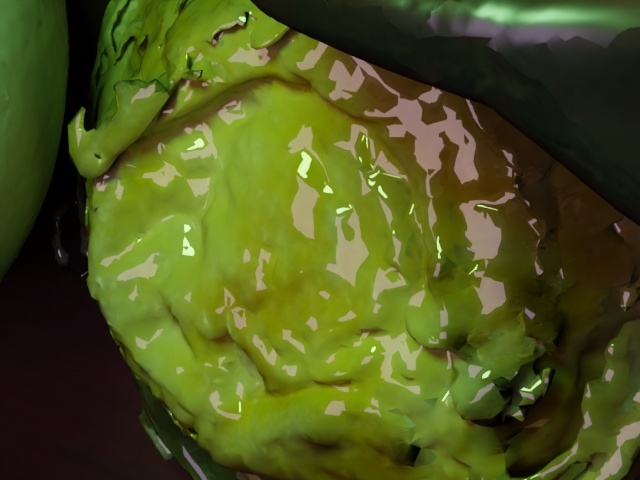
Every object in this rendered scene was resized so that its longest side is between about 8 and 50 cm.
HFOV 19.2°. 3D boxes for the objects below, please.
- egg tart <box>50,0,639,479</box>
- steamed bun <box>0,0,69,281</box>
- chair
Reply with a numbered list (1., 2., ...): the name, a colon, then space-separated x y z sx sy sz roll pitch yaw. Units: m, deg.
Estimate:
1. egg tart: 0.000 0.000 0.669 0.290 0.107 0.291 8 107 29
2. steamed bun: -0.197 -0.080 0.713 0.283 0.177 0.283 23 121 43
3. chair: 0.072 -0.194 0.468 0.226 0.226 0.401 13 125 27
